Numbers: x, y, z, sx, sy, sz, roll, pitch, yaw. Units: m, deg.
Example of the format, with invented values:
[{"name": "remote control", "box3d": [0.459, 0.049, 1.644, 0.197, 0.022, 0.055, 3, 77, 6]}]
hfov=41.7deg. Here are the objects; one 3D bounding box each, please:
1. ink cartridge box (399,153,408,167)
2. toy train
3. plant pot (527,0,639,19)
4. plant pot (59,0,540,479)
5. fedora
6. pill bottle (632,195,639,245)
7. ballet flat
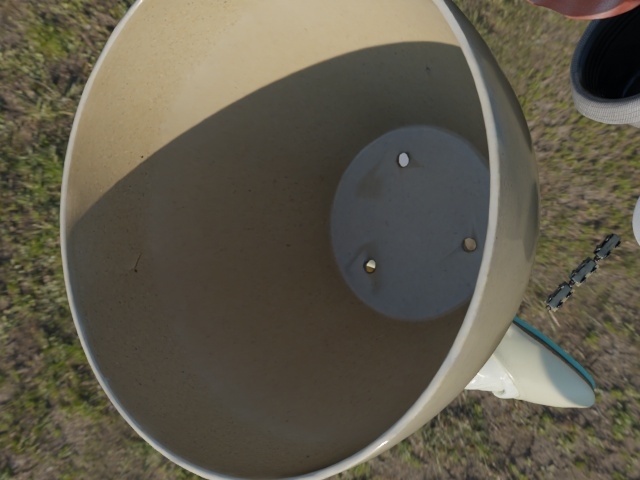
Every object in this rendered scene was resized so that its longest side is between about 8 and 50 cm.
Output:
[{"name": "ink cartridge box", "box3d": [0.000, 0.000, 0.946, 0.353, 0.119, 0.207, -41, 91, -22]}, {"name": "toy train", "box3d": [0.410, 0.050, 1.319, 0.027, 0.036, 0.158, 43, 97, 5]}, {"name": "plant pot", "box3d": [0.281, -0.362, 0.790, 0.272, 0.265, 0.272, 0, 75, 0]}, {"name": "plant pot", "box3d": [0.012, -0.014, 0.499, 0.284, 0.191, 0.284, -3, 85, 36]}, {"name": "fedora", "box3d": [0.475, -0.255, 1.130, 0.124, 0.244, 0.275, 30, 105, -32]}, {"name": "pill bottle", "box3d": [0.548, 0.002, 1.129, 0.264, 0.153, 0.153, 21, 96, -34]}, {"name": "ballet flat", "box3d": [0.105, 0.069, 0.684, 0.248, 0.086, 0.086, 42, 96, 13]}]
